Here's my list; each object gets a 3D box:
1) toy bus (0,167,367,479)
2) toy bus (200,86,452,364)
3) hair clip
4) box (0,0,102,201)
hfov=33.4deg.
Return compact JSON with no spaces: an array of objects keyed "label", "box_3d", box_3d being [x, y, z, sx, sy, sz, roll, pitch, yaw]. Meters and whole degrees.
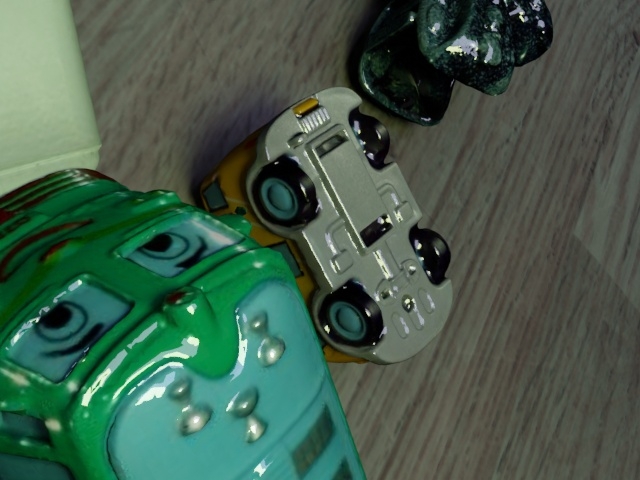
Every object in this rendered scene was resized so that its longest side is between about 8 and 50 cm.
[{"label":"toy bus","box_3d":[-0.080,0.142,0.603,0.183,0.199,0.343,-40,125,-34]},{"label":"toy bus","box_3d":[0.000,0.000,0.834,0.126,0.136,0.209,-38,104,-44]},{"label":"hair clip","box_3d":[0.128,-0.270,1.020,0.206,0.194,0.310,-3,79,-37]},{"label":"box","box_3d":[-0.274,-0.088,0.593,0.312,0.175,0.182,-23,101,-46]}]
